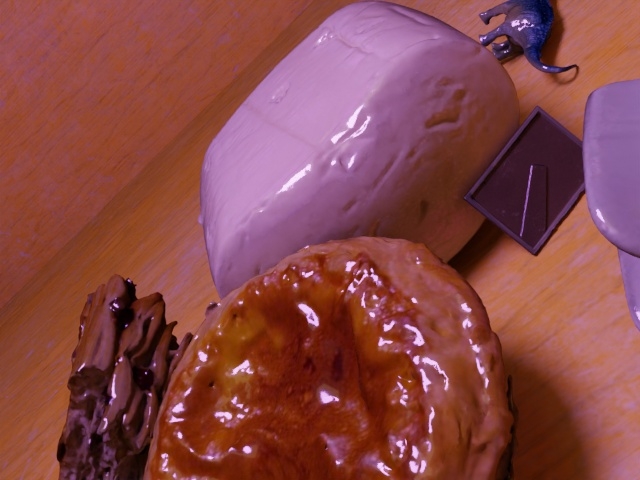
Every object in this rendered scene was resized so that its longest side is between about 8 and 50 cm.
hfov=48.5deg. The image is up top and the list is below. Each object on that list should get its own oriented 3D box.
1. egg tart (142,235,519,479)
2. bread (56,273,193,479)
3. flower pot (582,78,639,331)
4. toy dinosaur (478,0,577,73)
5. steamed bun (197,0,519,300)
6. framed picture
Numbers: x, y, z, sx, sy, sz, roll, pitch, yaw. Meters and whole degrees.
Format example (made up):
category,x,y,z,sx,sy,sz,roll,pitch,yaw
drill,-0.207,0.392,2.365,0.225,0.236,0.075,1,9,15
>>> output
category,x,y,z,sx,sy,sz,roll,pitch,yaw
egg tart,0.008,0.204,0.708,0.443,0.178,0.444,-25,48,32
bread,-0.285,0.277,1.049,0.314,0.191,0.370,120,155,-50
flower pot,0.322,0.010,0.343,0.254,0.367,0.165,-35,27,40
toy dinosaur,0.334,-0.352,1.167,0.147,0.076,0.363,-20,32,33
steamed bun,0.052,-0.089,0.993,0.456,0.290,0.371,-44,29,9
framed picture,0.258,-0.073,0.854,0.149,0.109,0.011,-50,-2,-6
